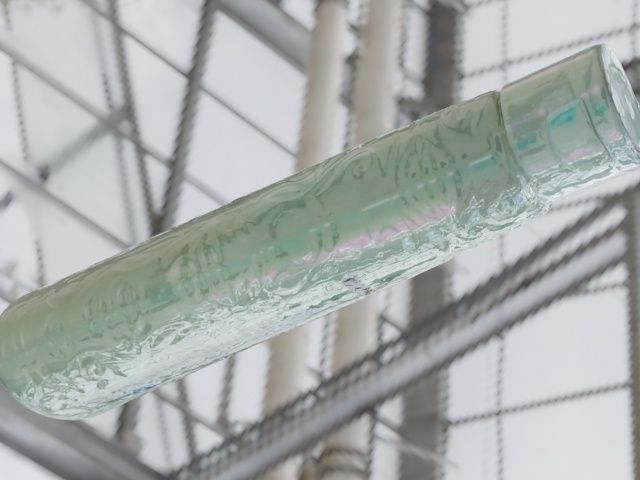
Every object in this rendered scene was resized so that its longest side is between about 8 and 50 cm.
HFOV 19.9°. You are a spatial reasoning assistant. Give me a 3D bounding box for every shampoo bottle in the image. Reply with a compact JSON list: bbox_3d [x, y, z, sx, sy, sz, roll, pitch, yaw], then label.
[{"bbox_3d":[0.000,0.000,0.510,0.190,0.069,0.041,-24,-104,21],"label":"shampoo bottle"}]
